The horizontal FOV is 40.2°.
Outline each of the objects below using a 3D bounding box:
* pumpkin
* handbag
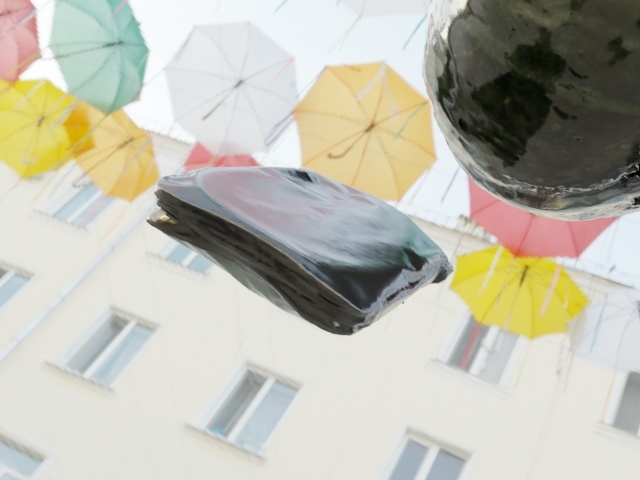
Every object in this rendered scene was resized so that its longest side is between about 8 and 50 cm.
[{"bbox_3d":[0.318,-0.221,0.878,0.344,0.454,0.454,48,-35,28],"label":"pumpkin"},{"bbox_3d":[0.001,0.000,0.742,0.191,0.332,0.075,29,-77,16],"label":"handbag"}]
